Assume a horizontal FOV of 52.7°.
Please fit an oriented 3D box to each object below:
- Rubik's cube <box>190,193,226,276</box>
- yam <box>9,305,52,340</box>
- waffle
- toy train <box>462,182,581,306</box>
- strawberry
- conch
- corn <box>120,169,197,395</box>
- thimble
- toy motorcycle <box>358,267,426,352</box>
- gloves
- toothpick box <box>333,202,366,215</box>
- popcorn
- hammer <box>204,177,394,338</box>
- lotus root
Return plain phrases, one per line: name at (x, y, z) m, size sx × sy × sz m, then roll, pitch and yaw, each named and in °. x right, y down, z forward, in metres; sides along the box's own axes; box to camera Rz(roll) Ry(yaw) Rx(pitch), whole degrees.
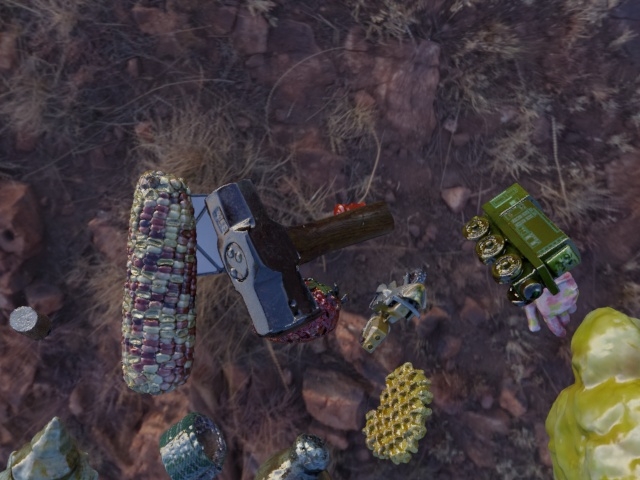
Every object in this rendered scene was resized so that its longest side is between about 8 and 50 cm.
Rubik's cube at (-0.326, -0.011, 1.669) m, size 0.205 × 0.205 × 0.208 m, roll -7°, pitch 88°, yaw 42°
yam at (-0.778, 0.220, 1.735) m, size 0.084 × 0.127 × 0.084 m, roll 2°, pitch 70°, yaw -5°
waffle at (0.198, 0.440, 1.666) m, size 0.056 × 0.249 × 0.253 m, roll 20°, pitch 77°, yaw -25°
toy train at (0.326, 0.007, 1.052) m, size 0.137 × 0.225 × 0.090 m, roll -35°, pitch 123°, yaw 8°
strawberry at (-0.038, 0.146, 1.260) m, size 0.192 × 0.085 × 0.140 m, roll 0°, pitch 120°, yaw -7°
conch at (-0.491, 0.437, 1.073) m, size 0.169 × 0.203 × 0.386 m, roll 25°, pitch 109°, yaw -31°
corn at (-0.208, 0.055, 0.835) m, size 0.098 × 0.098 × 0.290 m, roll 3°, pitch 96°, yaw 9°
thimble at (-0.257, 0.421, 1.305) m, size 0.090 × 0.135 × 0.118 m, roll -39°, pitch 119°, yaw 11°
toy motorcycle at (0.166, 0.161, 1.477) m, size 0.094 × 0.130 × 0.229 m, roll 37°, pitch 98°, yaw -15°
gloves at (0.643, 0.174, 1.785) m, size 0.145 × 0.126 × 0.241 m, roll -32°, pitch 104°, yaw -14°
toothpick box at (0.075, -0.071, 1.622) m, size 0.047 × 0.083 × 0.047 m, roll 10°, pitch 103°, yaw 52°
popcorn at (0.423, 0.287, 0.860) m, size 0.292 × 0.293 × 0.334 m, roll 35°, pitch 132°, yaw 32°
hammer at (0.000, 0.000, 1.097) m, size 0.095 × 0.408 × 0.243 m, roll -36°, pitch 78°, yaw 38°
lotus root at (-0.051, 0.479, 1.100) m, size 0.174 × 0.175 × 0.350 m, roll 7°, pitch 105°, yaw 8°
